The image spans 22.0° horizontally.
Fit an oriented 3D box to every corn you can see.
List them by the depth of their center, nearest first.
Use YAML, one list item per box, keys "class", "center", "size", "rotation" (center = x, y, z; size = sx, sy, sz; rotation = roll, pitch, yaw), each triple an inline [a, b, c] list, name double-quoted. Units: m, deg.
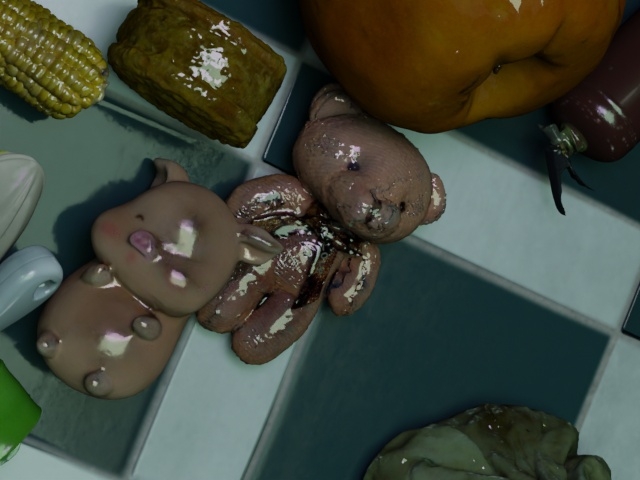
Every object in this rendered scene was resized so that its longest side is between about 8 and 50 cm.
- class: "corn"
  center: [-0.344, -0.218, 1.635]
  size: [0.292, 0.101, 0.101]
  rotation: [29, 82, -18]

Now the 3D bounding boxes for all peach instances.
- class: "peach"
  center: [0.140, -0.282, 1.706]
  size: [0.343, 0.343, 0.301]
  rotation: [-12, 71, -20]

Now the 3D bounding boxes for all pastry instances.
- class: "pastry"
  center: [-0.126, -0.175, 1.679]
  size: [0.189, 0.189, 0.103]
  rotation: [33, 83, -19]

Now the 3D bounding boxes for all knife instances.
- class: "knife"
  center: [-0.396, 0.112, 1.608]
  size: [0.331, 0.080, 0.044]
  rotation: [-35, 72, -5]

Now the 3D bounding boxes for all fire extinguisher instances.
- class: "fire extinguisher"
  center: [0.370, -0.183, 1.906]
  size: [0.337, 0.114, 0.135]
  rotation: [-42, 119, -14]

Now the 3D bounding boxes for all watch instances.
- class: "watch"
  center: [-0.357, 0.198, 1.624]
  size: [0.165, 0.152, 0.131]
  rotation: [-39, 106, -17]

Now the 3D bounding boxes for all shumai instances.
- class: "shumai"
  center: [0.220, 0.332, 1.793]
  size: [0.304, 0.263, 0.309]
  rotation: [34, 81, -21]

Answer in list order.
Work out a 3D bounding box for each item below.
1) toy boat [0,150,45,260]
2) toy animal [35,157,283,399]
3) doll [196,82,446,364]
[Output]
- class: "toy boat"
  center: [-0.395, 0.005, 1.618]
  size: [0.141, 0.141, 0.269]
  rotation: [41, 79, -18]
- class: "toy animal"
  center: [-0.180, 0.049, 1.683]
  size: [0.166, 0.154, 0.250]
  rotation: [40, 87, 0]
- class: "doll"
  center: [0.000, 0.000, 1.754]
  size: [0.201, 0.156, 0.303]
  rotation: [39, 83, -19]
